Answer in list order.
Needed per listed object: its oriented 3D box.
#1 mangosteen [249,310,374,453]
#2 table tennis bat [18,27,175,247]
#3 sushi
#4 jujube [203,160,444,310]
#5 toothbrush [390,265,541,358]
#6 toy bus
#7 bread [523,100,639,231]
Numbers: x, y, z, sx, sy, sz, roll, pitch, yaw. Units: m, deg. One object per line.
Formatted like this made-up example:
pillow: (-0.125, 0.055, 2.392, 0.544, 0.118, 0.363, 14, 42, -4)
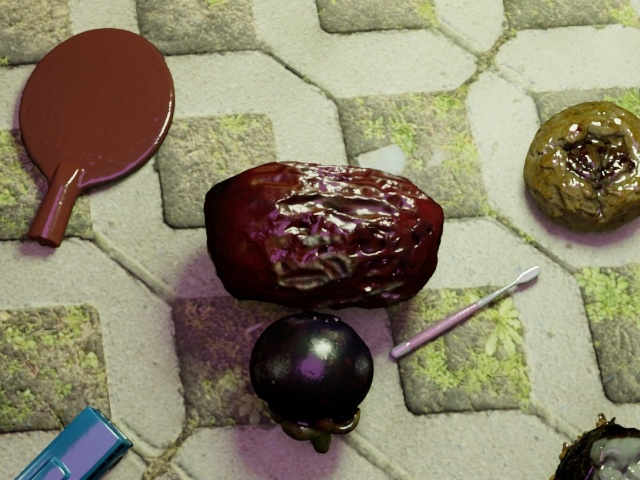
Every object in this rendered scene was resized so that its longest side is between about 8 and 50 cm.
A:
mangosteen: (-0.015, 0.225, 1.692, 0.194, 0.194, 0.230, 5, 100, 3)
table tennis bat: (-0.404, -0.184, 1.880, 0.268, 0.051, 0.414, 15, 73, 7)
sushi: (0.439, 0.443, 1.600, 0.234, 0.207, 0.348, 24, 81, -4)
jujube: (0.000, 0.000, 1.706, 0.377, 0.258, 0.258, 10, 74, 2)
toothbrush: (0.239, 0.117, 1.789, 0.286, 0.025, 0.020, -29, 77, -5)
toy bus: (-0.391, 0.352, 1.693, 0.090, 0.106, 0.184, 42, 79, 10)
bread: (0.455, -0.125, 1.802, 0.230, 0.123, 0.230, 0, 73, -1)
